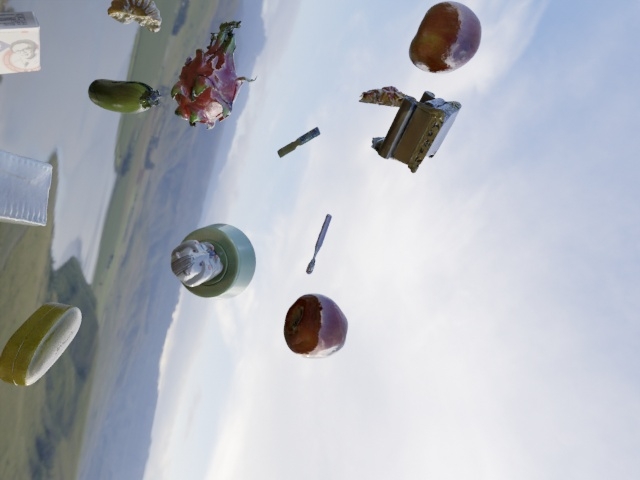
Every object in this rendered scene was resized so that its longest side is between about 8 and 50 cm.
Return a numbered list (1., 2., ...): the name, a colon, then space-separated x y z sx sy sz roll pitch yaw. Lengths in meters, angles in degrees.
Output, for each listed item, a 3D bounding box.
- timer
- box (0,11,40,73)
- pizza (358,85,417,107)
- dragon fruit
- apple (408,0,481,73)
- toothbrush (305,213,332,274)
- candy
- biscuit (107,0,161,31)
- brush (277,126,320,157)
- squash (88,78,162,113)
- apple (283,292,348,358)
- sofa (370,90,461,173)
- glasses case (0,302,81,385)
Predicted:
1. timer: -0.412 0.078 1.866 0.315 0.291 0.290 3 101 -77
2. box: -1.037 -0.581 1.585 0.214 0.353 0.069 -40 -106 56
3. pizza: 0.208 -0.485 1.773 0.188 0.199 0.062 31 -55 47
4. dragon fruit: -0.216 -0.341 1.104 0.235 0.137 0.135 -53 -151 6
5. apple: 0.339 -0.548 1.448 0.160 0.173 0.195 -104 -146 -53
6. toothbrush: 0.000 0.000 1.689 0.354 0.024 0.029 -70 -175 -57
7. candy: -0.956 -0.161 1.549 0.359 0.145 0.207 21 74 -81
8. biscuit: -0.660 -0.823 1.889 0.061 0.183 0.118 -133 -127 -69
9. brush: -0.080 -0.351 1.900 0.179 0.033 0.030 -28 -175 16
10. squash: -0.497 -0.362 1.330 0.332 0.087 0.087 18 -84 40
11. apple: -0.008 0.294 1.815 0.230 0.230 0.229 -167 -90 -71
12. sofa: 0.270 -0.339 1.547 0.258 0.182 0.200 -38 158 -57
13. glasses case: -0.992 0.355 1.915 0.371 0.141 0.173 -79 179 -62
